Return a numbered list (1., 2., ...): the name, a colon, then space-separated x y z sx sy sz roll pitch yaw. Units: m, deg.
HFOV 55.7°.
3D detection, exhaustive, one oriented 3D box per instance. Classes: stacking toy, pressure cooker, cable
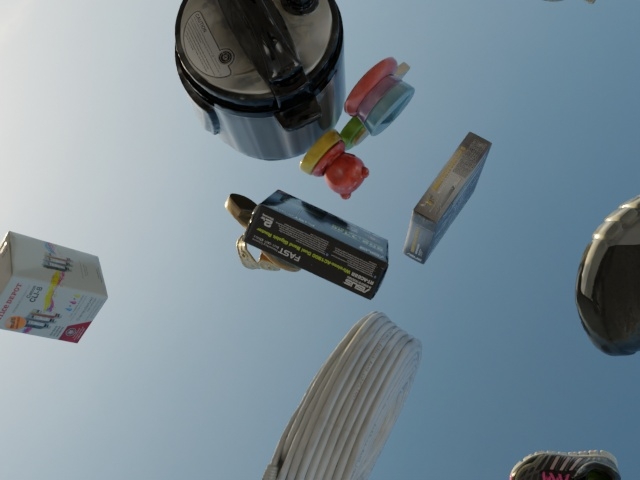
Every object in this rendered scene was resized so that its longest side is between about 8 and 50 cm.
1. stacking toy: 0.123 -0.251 1.362 0.130 0.279 0.309 43 -55 6
2. pressure cooker: -0.126 -0.413 1.350 0.369 0.420 0.376 19 -102 7
3. cable: 0.037 0.211 0.713 0.089 0.257 0.257 25 -87 18

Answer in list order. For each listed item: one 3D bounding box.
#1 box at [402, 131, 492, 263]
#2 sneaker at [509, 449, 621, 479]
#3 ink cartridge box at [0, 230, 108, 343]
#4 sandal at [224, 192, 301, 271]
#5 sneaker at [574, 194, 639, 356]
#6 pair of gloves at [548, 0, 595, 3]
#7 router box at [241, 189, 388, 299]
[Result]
1. box: 0.260 -0.084 1.258 0.056 0.183 0.231 31 -113 17
2. sneaker: 0.384 0.370 0.941 0.170 0.075 0.063 -8 -81 6
3. ink cartridge box: -0.506 0.088 1.105 0.128 0.176 0.127 -51 -137 19
4. sandal: -0.110 0.011 1.059 0.240 0.088 0.079 49 -62 42
5. sneaker: 0.277 -0.011 0.399 0.228 0.086 0.132 -42 -170 -20
6. pair of gloves: 0.364 -0.471 0.870 0.204 0.042 0.240 35 -71 36
7. router box: 0.000 0.000 0.542 0.122 0.092 0.038 24 -76 0
